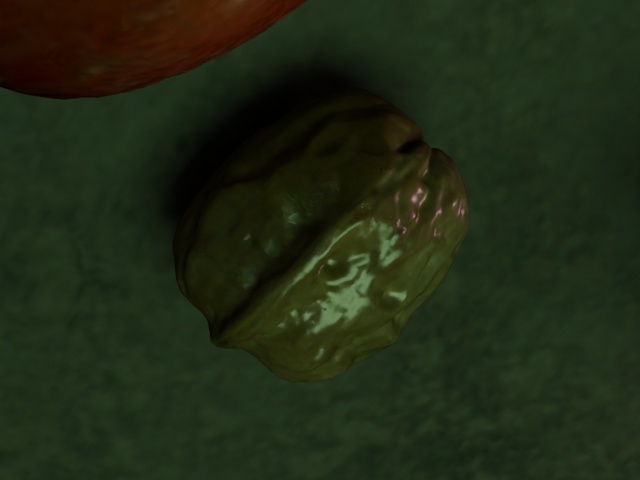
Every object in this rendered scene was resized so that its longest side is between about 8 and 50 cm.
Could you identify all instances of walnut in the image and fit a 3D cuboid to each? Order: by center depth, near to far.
[{"bbox_3d":[0.000,0.000,0.621,0.096,0.082,0.079,-45,97,6],"label":"walnut"}]

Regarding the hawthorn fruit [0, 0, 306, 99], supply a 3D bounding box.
[{"bbox_3d":[-0.054,-0.116,0.459,0.173,0.173,0.173,-11,127,-15],"label":"hawthorn fruit"}]
